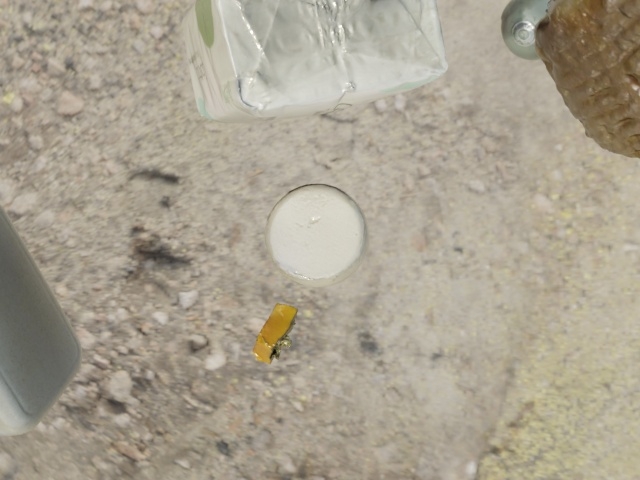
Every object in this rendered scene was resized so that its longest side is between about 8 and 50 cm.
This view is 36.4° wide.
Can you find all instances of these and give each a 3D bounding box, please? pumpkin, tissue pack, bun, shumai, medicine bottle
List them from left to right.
[{"bbox_3d":[-0.553,0.127,1.621,0.282,0.123,0.375,-64,137,-57],"label":"medicine bottle"},{"bbox_3d":[-0.067,0.146,1.504,0.054,0.074,0.083,31,65,6],"label":"pumpkin"},{"bbox_3d":[-0.025,-0.259,1.268,0.266,0.356,0.193,-12,98,-12],"label":"tissue pack"},{"bbox_3d":[0.000,0.000,1.272,0.138,0.094,0.138,-4,72,12],"label":"bun"},{"bbox_3d":[0.378,-0.234,0.948,0.217,0.346,0.283,44,72,9],"label":"shumai"}]

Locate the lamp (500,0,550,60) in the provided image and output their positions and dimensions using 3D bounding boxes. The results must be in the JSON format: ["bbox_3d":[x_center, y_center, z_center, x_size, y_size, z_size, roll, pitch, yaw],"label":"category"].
[{"bbox_3d":[0.327,-0.330,1.495,0.105,0.105,0.105,2,85,-24],"label":"lamp"}]
